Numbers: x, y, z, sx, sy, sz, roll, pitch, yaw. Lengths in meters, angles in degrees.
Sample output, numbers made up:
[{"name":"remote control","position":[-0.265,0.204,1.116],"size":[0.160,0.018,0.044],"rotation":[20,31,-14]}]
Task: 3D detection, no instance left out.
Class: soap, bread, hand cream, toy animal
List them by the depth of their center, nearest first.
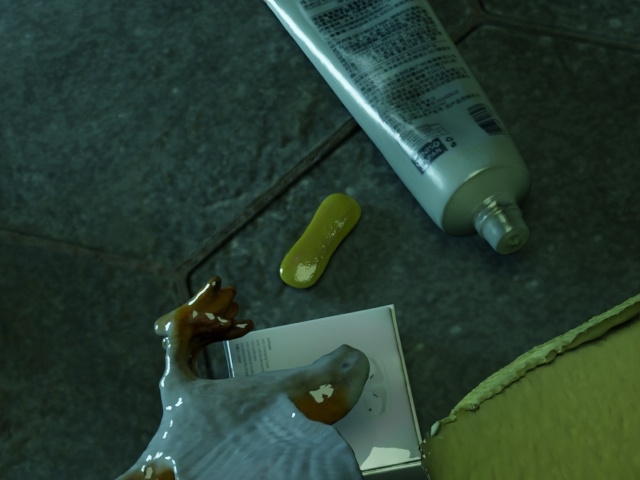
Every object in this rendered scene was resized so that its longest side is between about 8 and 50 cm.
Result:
[{"name":"bread","position":[0.216,0.193,1.225],"size":[0.242,0.405,0.345],"rotation":[-25,80,12]},{"name":"toy animal","position":[-0.102,0.177,1.338],"size":[0.284,0.225,0.302],"rotation":[-5,57,2]},{"name":"soap","position":[0.000,0.000,1.535],"size":[0.034,0.012,0.089],"rotation":[26,67,18]},{"name":"hand cream","position":[0.071,-0.117,1.573],"size":[0.124,0.078,0.340],"rotation":[-26,55,-8]}]

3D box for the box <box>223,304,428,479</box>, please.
[{"name":"box","position":[0.004,0.123,1.447],"size":[0.129,0.051,0.130],"rotation":[-11,62,-1]}]
